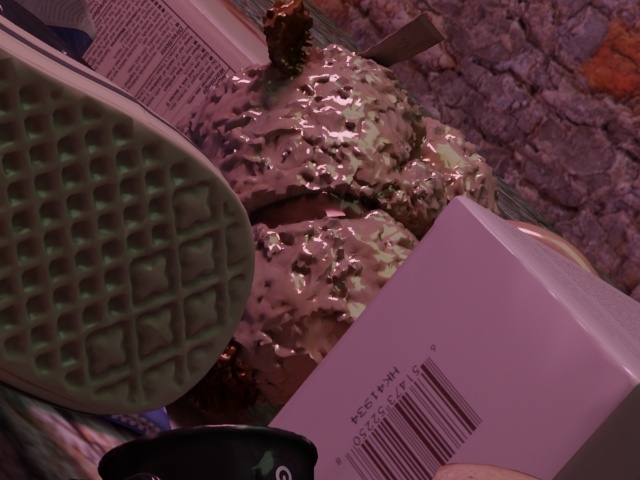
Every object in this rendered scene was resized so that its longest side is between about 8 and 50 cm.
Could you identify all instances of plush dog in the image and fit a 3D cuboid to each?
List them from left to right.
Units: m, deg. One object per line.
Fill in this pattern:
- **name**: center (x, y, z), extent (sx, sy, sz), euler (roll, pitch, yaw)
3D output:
- **plush dog**: center (0.000, 0.000, 1.121), extent (0.210, 0.262, 0.225), euler (95, -14, -56)

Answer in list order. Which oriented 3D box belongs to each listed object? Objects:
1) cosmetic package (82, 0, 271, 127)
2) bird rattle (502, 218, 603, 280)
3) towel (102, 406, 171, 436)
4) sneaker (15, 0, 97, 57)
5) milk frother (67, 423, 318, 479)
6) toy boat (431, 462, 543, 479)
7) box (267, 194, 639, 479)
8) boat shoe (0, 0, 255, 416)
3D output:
- **cosmetic package**: center (-0.108, -0.109, 1.421), extent (0.296, 0.153, 0.129), euler (47, 15, 30)
- **bird rattle**: center (0.097, 0.076, 1.272), extent (0.253, 0.207, 0.143), euler (54, -2, 22)
- **towel**: center (-0.214, -0.042, 1.048), extent (0.243, 0.040, 0.336), euler (31, 22, -42)
- **sneaker**: center (-0.299, -0.208, 1.235), extent (0.315, 0.127, 0.182), euler (39, 0, -41)
- **milk frother**: center (-0.070, 0.152, 0.700), extent (0.129, 0.143, 0.134), euler (8, 62, -27)
- **toy boat**: center (0.026, 0.211, 0.554), extent (0.318, 0.148, 0.267), euler (-19, 101, -67)
- **box**: center (0.151, 0.156, 1.042), extent (0.345, 0.215, 0.168), euler (29, 15, -43)
- **boat shoe**: center (-0.226, -0.082, 0.741), extent (0.156, 0.187, 0.500), euler (24, -10, 46)
